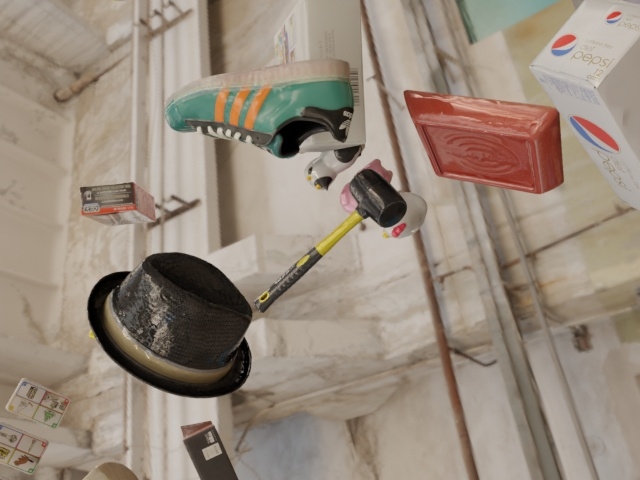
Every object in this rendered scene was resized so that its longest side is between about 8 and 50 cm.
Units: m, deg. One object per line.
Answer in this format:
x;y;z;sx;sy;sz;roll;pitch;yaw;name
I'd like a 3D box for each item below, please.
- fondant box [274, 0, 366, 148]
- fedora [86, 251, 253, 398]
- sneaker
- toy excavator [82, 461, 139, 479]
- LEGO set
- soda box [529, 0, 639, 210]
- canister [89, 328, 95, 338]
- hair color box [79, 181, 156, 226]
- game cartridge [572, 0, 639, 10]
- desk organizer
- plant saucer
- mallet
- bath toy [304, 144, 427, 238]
-0.010;-0.284;1.182;0.330;0.096;0.238;-159;65;-75;fondant box
-0.248;0.131;1.203;0.334;0.152;0.334;28;-154;-15;fedora
-0.097;-0.176;0.947;0.108;0.302;0.121;1;-96;-66;sneaker
-0.579;0.517;1.155;0.445;0.222;0.433;38;-151;-14;toy excavator
-0.503;0.257;0.900;0.244;0.060;0.182;29;-124;-17;LEGO set
0.262;-0.097;0.536;0.216;0.074;0.069;36;-175;-40;soda box
-0.475;0.213;1.618;0.170;0.073;0.126;17;-159;-16;canister
-0.358;-0.062;1.166;0.167;0.093;0.053;104;160;-83;hair color box
0.491;-0.415;1.039;0.230;0.068;0.355;97;160;-73;game cartridge
-0.150;0.314;0.913;0.130;0.047;0.050;70;166;-14;desk organizer
0.286;-0.161;1.147;0.259;0.258;0.047;46;-118;-59;plant saucer
0.000;0.000;0.675;0.039;0.190;0.062;39;-162;-50;mallet
0.080;-0.121;1.446;0.348;0.151;0.129;40;-140;-7;bath toy
